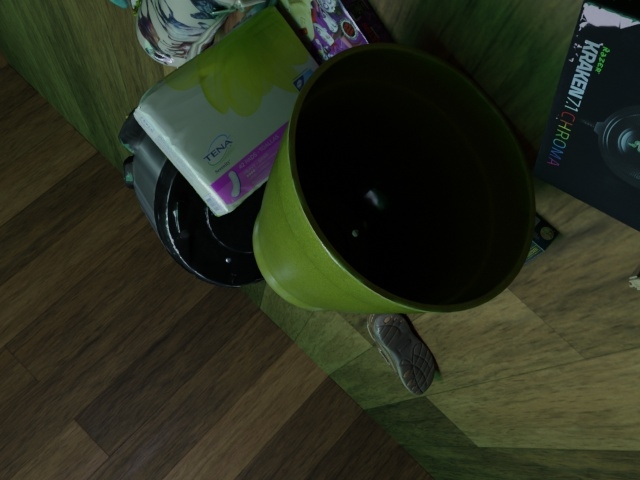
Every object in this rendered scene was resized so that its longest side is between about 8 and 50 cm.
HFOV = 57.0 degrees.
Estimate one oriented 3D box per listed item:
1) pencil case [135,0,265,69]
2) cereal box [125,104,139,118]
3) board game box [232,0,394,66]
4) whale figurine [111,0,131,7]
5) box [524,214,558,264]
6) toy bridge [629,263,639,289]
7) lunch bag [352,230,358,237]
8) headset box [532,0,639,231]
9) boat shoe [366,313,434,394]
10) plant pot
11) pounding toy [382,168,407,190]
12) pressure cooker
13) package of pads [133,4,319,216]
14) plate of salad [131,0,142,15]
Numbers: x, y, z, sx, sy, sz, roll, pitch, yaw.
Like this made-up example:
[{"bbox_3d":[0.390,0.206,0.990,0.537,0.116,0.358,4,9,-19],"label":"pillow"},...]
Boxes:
[{"bbox_3d":[-0.226,-0.440,1.066,0.410,0.159,0.184,-5,98,65],"label":"pencil case"},{"bbox_3d":[-0.335,-0.306,1.447,0.047,0.240,0.173,9,139,44],"label":"cereal box"},{"bbox_3d":[-0.022,-0.347,1.023,0.208,0.056,0.347,48,161,-18],"label":"board game box"},{"bbox_3d":[-0.490,-0.613,1.298,0.216,0.141,0.272,45,161,0],"label":"whale figurine"},{"bbox_3d":[0.293,-0.011,1.046,0.159,0.044,0.233,43,161,8],"label":"box"},{"bbox_3d":[0.471,0.043,0.765,0.026,0.063,0.188,45,160,1],"label":"toy bridge"},{"bbox_3d":[0.000,0.000,1.573,0.224,0.108,0.279,51,162,-29],"label":"lunch bag"},{"bbox_3d":[0.378,-0.107,0.553,0.283,0.131,0.246,35,159,25],"label":"headset box"},{"bbox_3d":[0.235,0.319,1.740,0.116,0.123,0.324,25,146,60],"label":"boat shoe"},{"bbox_3d":[0.059,-0.041,0.898,0.366,0.366,0.353,47,151,-5],"label":"plant pot"},{"bbox_3d":[0.092,-0.166,1.074,0.206,0.094,0.181,41,160,10],"label":"pounding toy"},{"bbox_3d":[-0.216,-0.134,1.271,0.420,0.375,0.370,38,145,57],"label":"pressure cooker"},{"bbox_3d":[-0.129,-0.218,0.981,0.229,0.296,0.101,51,165,-13],"label":"package of pads"},{"bbox_3d":[-0.338,-0.486,1.318,0.199,0.048,0.200,22,158,9],"label":"plate of salad"}]
